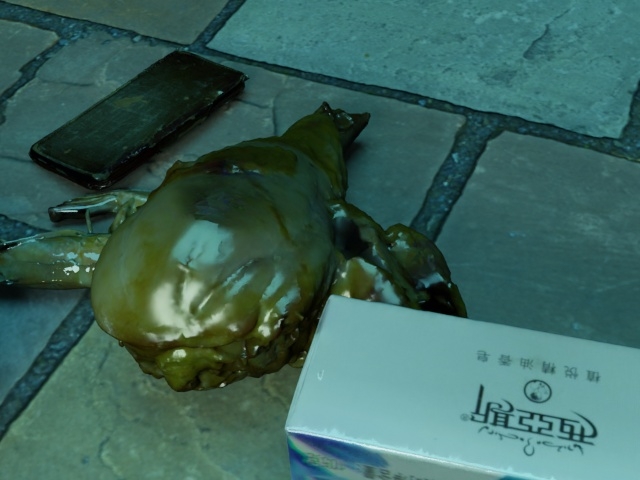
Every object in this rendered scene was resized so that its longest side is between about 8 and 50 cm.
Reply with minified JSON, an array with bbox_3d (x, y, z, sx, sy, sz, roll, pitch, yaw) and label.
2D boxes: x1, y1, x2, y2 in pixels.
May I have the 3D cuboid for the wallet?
[{"bbox_3d":[-0.191,-0.131,1.044,0.121,0.031,0.232,25,50,31],"label":"wallet"}]

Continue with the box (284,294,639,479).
[{"bbox_3d":[0.125,0.161,0.631,0.274,0.203,0.116,10,48,12],"label":"box"}]

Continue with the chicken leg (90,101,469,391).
[{"bbox_3d":[0.000,0.000,0.850,0.295,0.182,0.409,19,34,8],"label":"chicken leg"}]

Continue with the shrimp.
[{"bbox_3d":[-0.235,0.001,0.917,0.250,0.052,0.144,-4,34,-8],"label":"shrimp"}]
